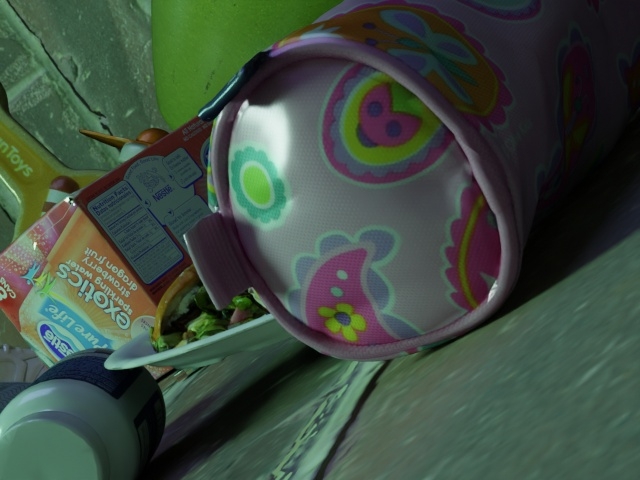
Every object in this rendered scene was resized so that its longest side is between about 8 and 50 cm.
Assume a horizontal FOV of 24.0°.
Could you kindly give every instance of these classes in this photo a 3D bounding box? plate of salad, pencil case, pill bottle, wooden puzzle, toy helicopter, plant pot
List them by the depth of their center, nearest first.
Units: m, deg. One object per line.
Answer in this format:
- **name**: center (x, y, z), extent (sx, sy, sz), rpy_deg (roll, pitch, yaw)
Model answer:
- **pencil case**: center (0.057, -0.059, 0.589), extent (0.124, 0.124, 0.284), rpy_deg (-34, 6, 35)
- **pill bottle**: center (-0.111, 0.091, 0.682), extent (0.067, 0.067, 0.120), rpy_deg (-36, 3, 6)
- **plate of salad**: center (-0.011, 0.009, 0.692), extent (0.199, 0.048, 0.200), rpy_deg (-22, 4, 2)
- **wooden puzzle**: center (-0.070, 0.072, 1.014), extent (0.049, 0.006, 0.083), rpy_deg (-35, 4, 28)
- **plant pot**: center (-0.050, -0.224, 1.402), extent (0.275, 0.274, 0.293), rpy_deg (-41, -16, -47)
- **toy helicopter**: center (-0.244, -0.054, 1.461), extent (0.235, 0.355, 0.140), rpy_deg (-45, -11, 0)

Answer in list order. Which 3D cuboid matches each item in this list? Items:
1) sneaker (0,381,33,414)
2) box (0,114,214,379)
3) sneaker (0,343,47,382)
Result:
- **sneaker**: center (-0.207, 0.146, 0.734), extent (0.258, 0.094, 0.091), rpy_deg (-21, -43, -45)
- **box**: center (-0.114, -0.004, 1.242), extent (0.142, 0.154, 0.300), rpy_deg (-34, 6, 37)
- **sneaker**: center (-0.244, 0.116, 1.238), extent (0.090, 0.115, 0.232), rpy_deg (-34, 5, 39)
